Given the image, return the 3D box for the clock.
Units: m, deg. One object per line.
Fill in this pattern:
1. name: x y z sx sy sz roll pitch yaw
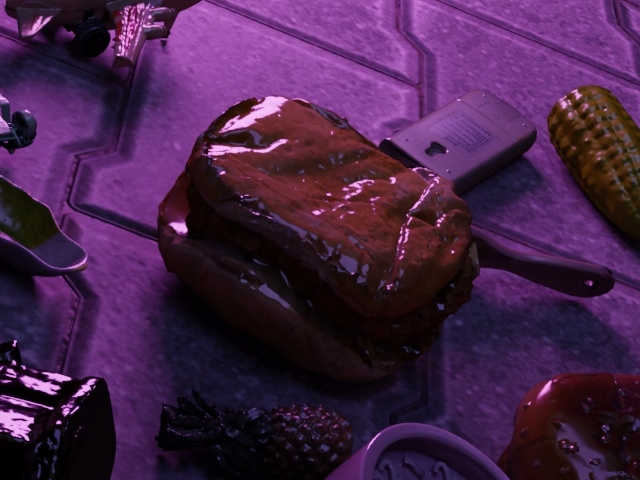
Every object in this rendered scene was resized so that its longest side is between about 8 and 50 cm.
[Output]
1. clock: 0.089 0.243 1.555 0.197 0.068 0.197 28 38 -24

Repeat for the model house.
1. model house: -0.245 0.151 1.449 0.164 0.141 0.203 7 9 7

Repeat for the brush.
1. brush: 0.162 0.028 1.987 0.313 0.072 0.067 15 57 -25

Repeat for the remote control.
1. remote control: 0.155 -0.107 2.190 0.098 0.038 0.233 37 33 15

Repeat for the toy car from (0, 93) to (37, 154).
1. toy car: -0.327 -0.130 1.833 0.073 0.054 0.143 -14 55 -46

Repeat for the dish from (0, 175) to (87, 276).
1. dish: -0.264 -0.001 1.708 0.137 0.039 0.091 37 27 13

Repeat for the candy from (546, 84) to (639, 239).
1. candy: 0.334 -0.082 2.246 0.097 0.097 0.209 2 48 -36

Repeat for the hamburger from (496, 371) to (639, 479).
1. hamburger: 0.284 0.230 1.708 0.286 0.146 0.243 30 38 0

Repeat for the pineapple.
1. pineapple: -0.055 0.160 1.612 0.159 0.074 0.074 10 35 -16

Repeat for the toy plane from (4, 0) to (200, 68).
1. toy plane: -0.220 -0.253 2.048 0.256 0.104 0.242 -3 40 -40

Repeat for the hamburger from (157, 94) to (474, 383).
1. hamburger: -0.001 0.000 1.808 0.283 0.144 0.259 33 34 17
